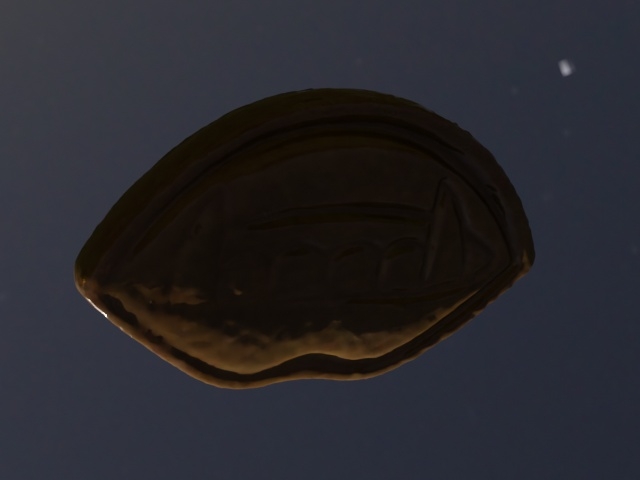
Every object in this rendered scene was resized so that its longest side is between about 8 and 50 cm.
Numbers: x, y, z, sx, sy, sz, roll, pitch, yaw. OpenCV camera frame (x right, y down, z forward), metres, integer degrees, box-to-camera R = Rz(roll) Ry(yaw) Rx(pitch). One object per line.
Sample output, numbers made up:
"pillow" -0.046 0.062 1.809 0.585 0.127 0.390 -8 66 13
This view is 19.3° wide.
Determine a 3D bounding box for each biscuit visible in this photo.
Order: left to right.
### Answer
"biscuit" 0.000 0.000 0.831 0.220 0.142 0.029 1 -156 -26
